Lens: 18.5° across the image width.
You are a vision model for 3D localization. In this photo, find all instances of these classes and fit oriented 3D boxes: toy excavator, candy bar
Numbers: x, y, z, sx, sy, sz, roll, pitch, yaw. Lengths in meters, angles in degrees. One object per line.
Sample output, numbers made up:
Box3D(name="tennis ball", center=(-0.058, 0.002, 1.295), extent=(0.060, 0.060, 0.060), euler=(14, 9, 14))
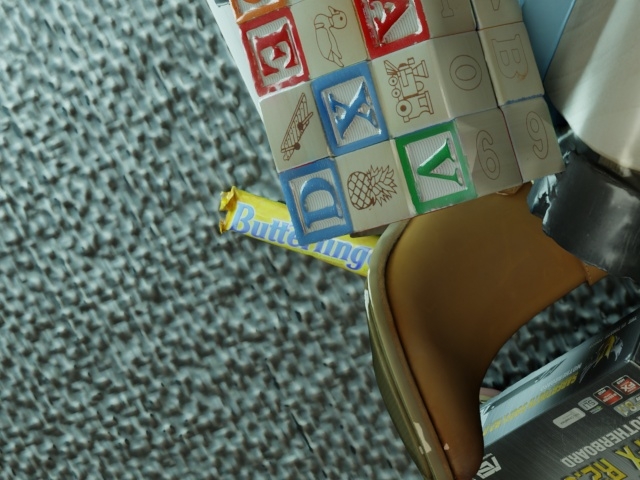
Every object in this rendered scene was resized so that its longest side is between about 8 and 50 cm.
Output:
Box3D(name="toy excavator", center=(0.138, -0.185, 1.191), extent=(0.433, 0.445, 0.222), euler=(5, 121, -25))
Box3D(name="candy bar", center=(0.000, 0.000, 1.427), extent=(0.161, 0.018, 0.040), euler=(19, 117, 13))

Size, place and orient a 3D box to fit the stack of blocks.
Box3D(name="stack of blocks", center=(0.035, -0.162, 1.054), extent=(0.171, 0.087, 0.297), euler=(-15, 90, 42))

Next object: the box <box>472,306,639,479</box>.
Box3D(name="box", center=(0.210, 0.150, 1.283), extent=(0.183, 0.056, 0.231), euler=(37, 143, -11))

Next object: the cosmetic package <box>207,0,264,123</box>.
Box3D(name="cosmetic package", center=(-0.002, -0.126, 1.348), extent=(0.099, 0.060, 0.239), euler=(-18, 104, 29))

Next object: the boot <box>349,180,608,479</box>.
Box3D(name="boot", center=(0.134, 0.019, 1.230), extent=(0.220, 0.283, 0.109), euler=(-9, 139, -1))

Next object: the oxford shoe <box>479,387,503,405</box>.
Box3D(name="oxford shoe", center=(0.134, 0.279, 1.425), extent=(0.123, 0.130, 0.348), euler=(-5, 109, 27))
